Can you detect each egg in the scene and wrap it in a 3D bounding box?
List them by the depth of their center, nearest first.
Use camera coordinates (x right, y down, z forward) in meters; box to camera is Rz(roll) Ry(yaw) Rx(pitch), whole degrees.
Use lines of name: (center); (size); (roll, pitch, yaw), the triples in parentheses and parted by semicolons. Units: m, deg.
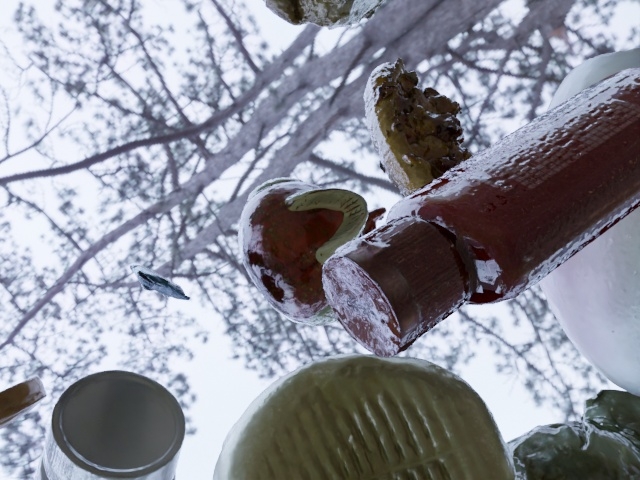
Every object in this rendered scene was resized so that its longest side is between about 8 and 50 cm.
egg: (0.393, 0.008, 0.881); (0.354, 0.354, 0.340); (24, -100, -32)

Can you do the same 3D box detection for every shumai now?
shumai: (0.426, 0.332, 1.161); (0.330, 0.292, 0.288); (38, -107, -6)

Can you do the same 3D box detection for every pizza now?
pizza: (0.138, -0.107, 0.937); (0.161, 0.086, 0.306); (5, -133, -40)

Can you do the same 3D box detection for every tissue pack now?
tissue pack: (-0.238, 0.062, 1.145); (0.085, 0.138, 0.028); (28, -92, -16)

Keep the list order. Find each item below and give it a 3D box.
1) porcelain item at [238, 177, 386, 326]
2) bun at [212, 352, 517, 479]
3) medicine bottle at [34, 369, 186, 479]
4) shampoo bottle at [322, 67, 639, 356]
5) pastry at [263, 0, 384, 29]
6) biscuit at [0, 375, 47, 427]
porcelain item: (0.000, 0.000, 1.213); (0.252, 0.253, 0.253); (19, -121, -35)
bun: (0.032, 0.200, 0.563); (0.229, 0.145, 0.230); (-1, -117, 1)
medicine bottle: (-0.340, 0.394, 1.220); (0.211, 0.372, 0.211); (14, -144, -11)
shampoo bottle: (0.142, -0.030, 0.528); (0.314, 0.118, 0.076); (-31, -58, -29)
pastry: (0.006, -0.366, 1.019); (0.228, 0.100, 0.219); (-6, -123, -24)
biscuit: (-0.510, 0.269, 1.003); (0.355, 0.275, 0.052); (-23, -93, -61)
